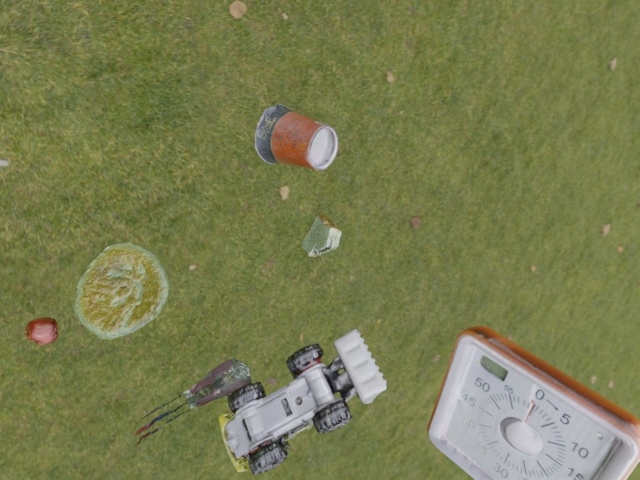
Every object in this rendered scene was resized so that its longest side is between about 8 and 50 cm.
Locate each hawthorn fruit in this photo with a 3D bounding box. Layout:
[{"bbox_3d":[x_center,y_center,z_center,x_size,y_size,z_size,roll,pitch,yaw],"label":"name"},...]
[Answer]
[{"bbox_3d":[-0.823,0.268,1.373,0.093,0.093,0.093,-14,116,-30],"label":"hawthorn fruit"}]

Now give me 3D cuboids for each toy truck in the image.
[{"bbox_3d":[-0.031,0.260,0.749,0.285,0.136,0.111,-31,153,5],"label":"toy truck"}]

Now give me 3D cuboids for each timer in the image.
[{"bbox_3d":[0.314,0.269,0.699,0.161,0.257,0.250,-33,137,-29],"label":"timer"}]

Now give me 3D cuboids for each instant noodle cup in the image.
[{"bbox_3d":[-0.042,-0.199,0.935,0.127,0.135,0.127,-30,131,-41],"label":"instant noodle cup"}]

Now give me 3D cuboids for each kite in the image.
[{"bbox_3d":[-0.363,0.452,1.326,0.360,0.204,0.022,-30,109,-21],"label":"kite"}]

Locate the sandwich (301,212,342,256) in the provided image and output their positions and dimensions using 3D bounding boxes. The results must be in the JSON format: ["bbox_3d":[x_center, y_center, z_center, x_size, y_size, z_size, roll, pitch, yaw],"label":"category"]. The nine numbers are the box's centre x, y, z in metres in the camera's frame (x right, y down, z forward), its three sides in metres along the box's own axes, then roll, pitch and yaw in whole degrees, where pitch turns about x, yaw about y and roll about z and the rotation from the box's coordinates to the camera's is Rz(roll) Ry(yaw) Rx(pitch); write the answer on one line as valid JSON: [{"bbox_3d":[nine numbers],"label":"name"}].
[{"bbox_3d":[0.000,0.000,1.094,0.035,0.093,0.105,18,116,-38],"label":"sandwich"}]

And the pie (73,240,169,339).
[{"bbox_3d":[-0.631,0.161,1.489,0.323,0.323,0.071,-44,164,-12],"label":"pie"}]
